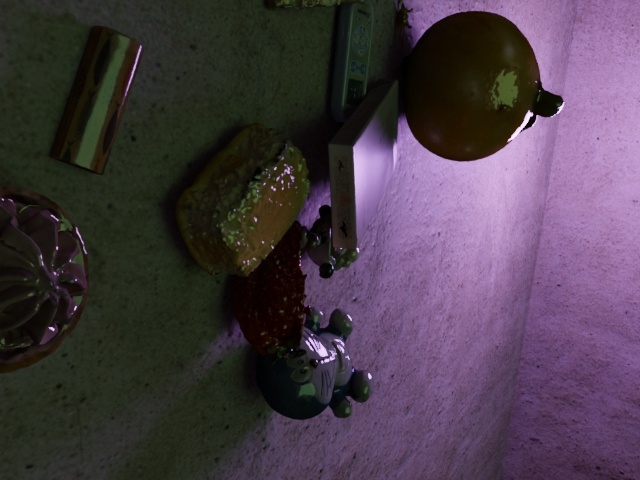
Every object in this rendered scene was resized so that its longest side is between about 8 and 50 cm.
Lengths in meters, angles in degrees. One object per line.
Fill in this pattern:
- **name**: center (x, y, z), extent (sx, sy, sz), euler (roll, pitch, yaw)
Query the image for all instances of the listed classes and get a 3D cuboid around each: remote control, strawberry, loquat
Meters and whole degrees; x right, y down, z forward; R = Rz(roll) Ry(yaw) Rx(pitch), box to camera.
- **remote control**: center (0.058, -0.344, 1.146), extent (0.087, 0.047, 0.245), euler (-12, 111, -58)
- **strawberry**: center (-0.095, 0.087, 1.013), extent (0.106, 0.175, 0.236), euler (1, 64, -26)
- **loquat**: center (0.350, -0.330, 1.316), extent (0.328, 0.359, 0.329), euler (18, 90, -74)

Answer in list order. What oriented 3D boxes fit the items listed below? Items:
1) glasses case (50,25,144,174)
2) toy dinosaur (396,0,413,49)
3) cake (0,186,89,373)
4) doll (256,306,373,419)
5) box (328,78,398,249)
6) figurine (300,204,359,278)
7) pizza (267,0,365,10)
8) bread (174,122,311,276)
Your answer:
- **glasses case**: center (-0.269, -0.169, 0.730), extent (0.064, 0.041, 0.170), euler (23, 83, -56)
- **toy dinosaur**: center (0.182, -0.473, 1.297), extent (0.041, 0.026, 0.113), euler (-15, 105, -46)
- **cake**: center (-0.321, 0.050, 0.613), extent (0.185, 0.178, 0.208), euler (-3, 107, -56)
- **doll**: center (-0.017, 0.243, 1.161), extent (0.258, 0.154, 0.228), euler (13, 57, -64)
- **box**: center (0.093, -0.163, 1.158), extent (0.365, 0.051, 0.205), euler (-58, 150, -53)
- **figurine**: center (0.001, 0.000, 1.145), extent (0.197, 0.093, 0.147), euler (24, 62, -56)
- **pizza**: center (-0.010, -0.447, 0.990), extent (0.188, 0.080, 0.204), euler (28, 88, -33)
- **bread**: center (-0.112, -0.062, 0.929), extent (0.246, 0.121, 0.174), euler (-58, 151, -32)
